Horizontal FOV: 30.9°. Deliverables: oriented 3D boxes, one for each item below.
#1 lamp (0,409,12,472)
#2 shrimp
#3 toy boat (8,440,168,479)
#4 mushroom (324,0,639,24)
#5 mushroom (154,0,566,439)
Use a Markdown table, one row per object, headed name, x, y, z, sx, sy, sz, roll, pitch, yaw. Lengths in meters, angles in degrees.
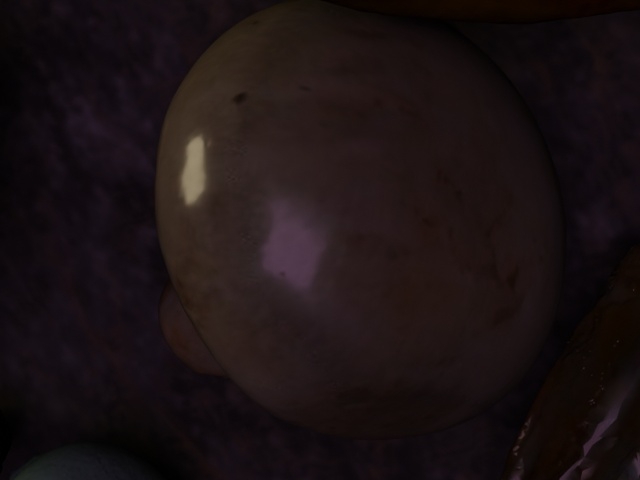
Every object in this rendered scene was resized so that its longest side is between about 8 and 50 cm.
| name | x | y | z | sx | sy | sz | roll | pitch | yaw |
| --- | --- | --- | --- | --- | --- | --- | --- | --- | --- |
| lamp | -0.217 | 0.276 | 0.667 | 0.109 | 0.130 | 0.371 | -5 | 109 | -12 |
| shrimp | 0.188 | 0.097 | 0.553 | 0.173 | 0.058 | 0.253 | 25 | 85 | 5 |
| toy boat | -0.115 | 0.207 | 0.609 | 0.079 | 0.134 | 0.207 | 14 | 110 | 52 |
| mushroom | 0.066 | -0.240 | 0.478 | 0.346 | 0.259 | 0.345 | 1 | 84 | -12 |
| mushroom | 0.016 | -0.008 | 0.540 | 0.207 | 0.209 | 0.206 | 1 | 84 | -13 |
